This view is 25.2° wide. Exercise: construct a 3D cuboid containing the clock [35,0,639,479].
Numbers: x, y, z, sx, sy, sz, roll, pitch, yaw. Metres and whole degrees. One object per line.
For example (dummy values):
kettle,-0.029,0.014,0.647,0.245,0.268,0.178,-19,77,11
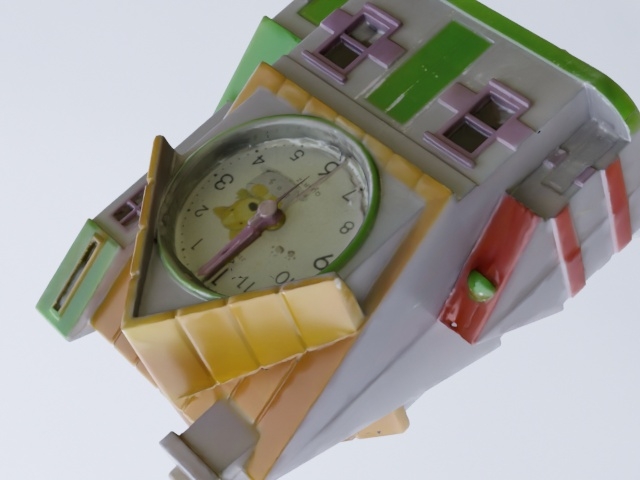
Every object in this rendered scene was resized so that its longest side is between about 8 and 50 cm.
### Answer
clock,0.000,0.000,0.817,0.235,0.309,0.166,37,164,35
